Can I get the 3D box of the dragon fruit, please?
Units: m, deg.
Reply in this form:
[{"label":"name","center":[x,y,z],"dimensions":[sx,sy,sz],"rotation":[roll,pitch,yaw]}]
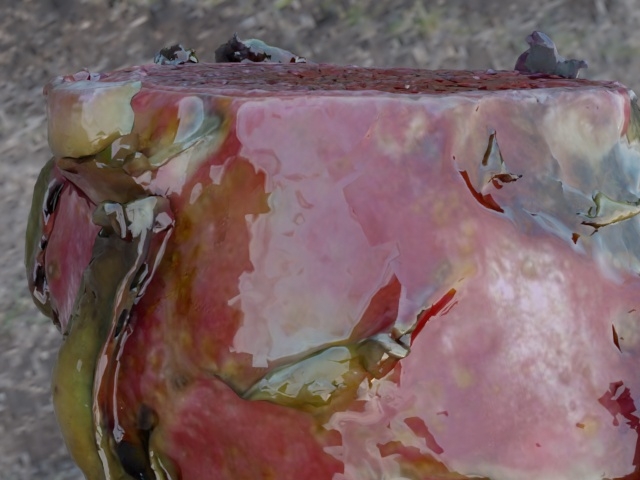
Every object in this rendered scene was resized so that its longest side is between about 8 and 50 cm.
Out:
[{"label":"dragon fruit","center":[0.000,0.000,0.523],"dimensions":[0.211,0.282,0.147],"rotation":[-21,113,-34]}]
